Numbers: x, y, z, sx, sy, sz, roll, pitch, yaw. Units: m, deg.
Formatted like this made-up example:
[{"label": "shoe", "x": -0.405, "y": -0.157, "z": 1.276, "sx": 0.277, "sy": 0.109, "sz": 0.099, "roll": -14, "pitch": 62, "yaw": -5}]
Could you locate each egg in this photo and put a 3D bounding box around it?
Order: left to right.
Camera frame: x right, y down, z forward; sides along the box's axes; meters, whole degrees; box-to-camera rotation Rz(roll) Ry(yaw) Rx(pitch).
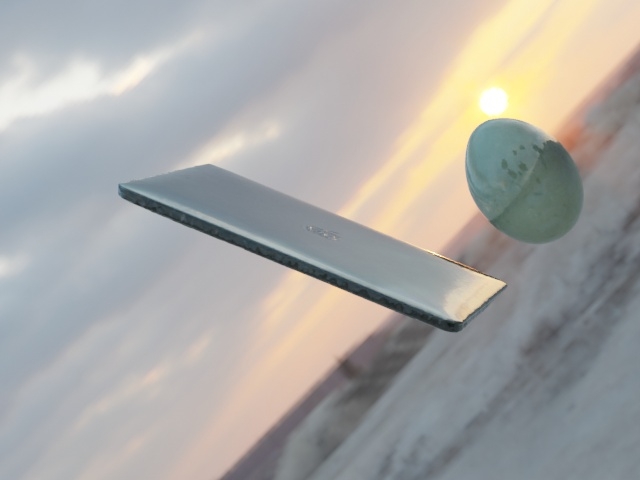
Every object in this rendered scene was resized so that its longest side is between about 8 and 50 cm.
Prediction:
[{"label": "egg", "x": 0.217, "y": -0.066, "z": 1.707, "sx": 0.114, "sy": 0.152, "sz": 0.114, "roll": -35, "pitch": -14, "yaw": -10}]

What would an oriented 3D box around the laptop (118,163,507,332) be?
[{"label": "laptop", "x": 0.000, "y": 0.000, "z": 1.185, "sx": 0.187, "sy": 0.269, "sz": 0.015, "roll": -26, "pitch": -44, "yaw": -71}]
